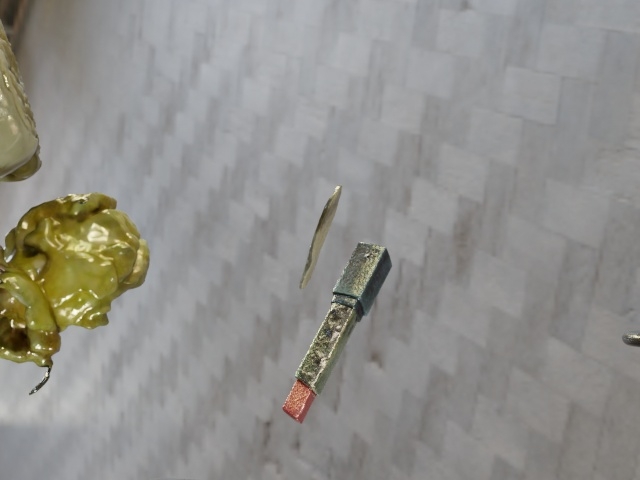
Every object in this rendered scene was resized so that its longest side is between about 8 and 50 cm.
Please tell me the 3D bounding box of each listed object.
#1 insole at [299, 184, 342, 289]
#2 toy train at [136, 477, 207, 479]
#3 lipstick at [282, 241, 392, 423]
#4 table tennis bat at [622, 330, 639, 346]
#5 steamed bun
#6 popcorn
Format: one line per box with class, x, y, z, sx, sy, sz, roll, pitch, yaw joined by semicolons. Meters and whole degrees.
insole;0.000;0.000;1.872;0.081;0.011;0.248;-59;-8;-37
toy train;-0.103;0.252;1.008;0.409;0.089;0.086;154;113;-65
lipstick;0.019;0.136;1.685;0.312;0.051;0.051;-61;-30;-32
table tennis bat;0.374;0.102;1.130;0.236;0.150;0.027;13;-101;-78
steamed bun;-0.442;-0.172;1.304;0.289;0.203;0.276;-123;18;-51
popcorn;-0.280;0.041;1.257;0.195;0.168;0.173;-57;-33;-53
